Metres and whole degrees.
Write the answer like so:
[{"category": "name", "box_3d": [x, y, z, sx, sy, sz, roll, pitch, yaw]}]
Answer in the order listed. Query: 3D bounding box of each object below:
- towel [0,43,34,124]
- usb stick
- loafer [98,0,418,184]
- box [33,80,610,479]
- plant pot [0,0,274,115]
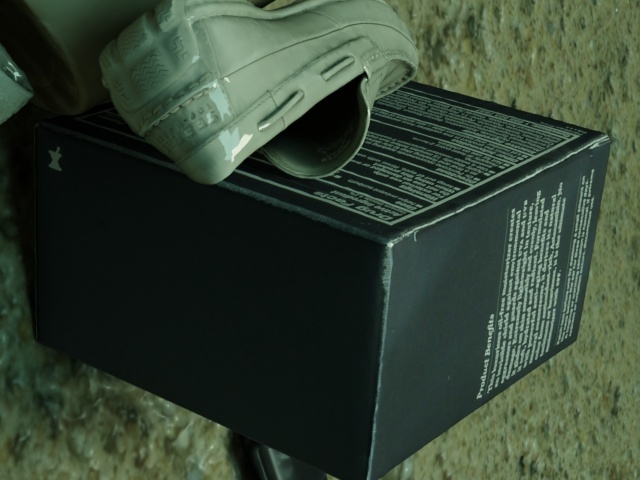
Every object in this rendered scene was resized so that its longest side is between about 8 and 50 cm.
[{"category": "towel", "box_3d": [-0.310, -0.107, 0.737, 0.282, 0.187, 0.049, 45, 16, -46]}, {"category": "usb stick", "box_3d": [-0.008, 0.267, 1.227, 0.077, 0.045, 0.278, -44, 124, -51]}, {"category": "loafer", "box_3d": [-0.016, -0.089, 0.875, 0.111, 0.112, 0.319, 60, 29, 6]}, {"category": "box", "box_3d": [0.000, 0.000, 1.007, 0.294, 0.296, 0.182, -23, 125, -50]}, {"category": "plant pot", "box_3d": [-0.127, -0.239, 0.889, 0.280, 0.323, 0.323, -50, 130, -18]}]
